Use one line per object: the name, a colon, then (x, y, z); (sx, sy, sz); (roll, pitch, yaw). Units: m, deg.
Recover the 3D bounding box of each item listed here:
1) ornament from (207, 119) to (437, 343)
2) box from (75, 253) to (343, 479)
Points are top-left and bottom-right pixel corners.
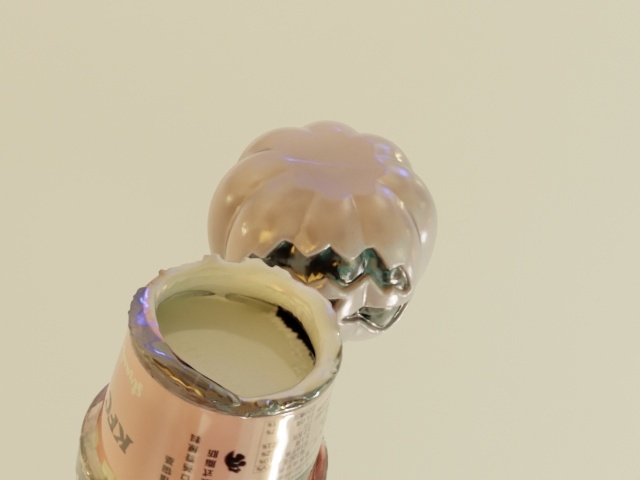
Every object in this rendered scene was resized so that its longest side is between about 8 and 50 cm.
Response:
ornament: (0.001, 0.000, 0.926); (0.178, 0.177, 0.177); (1, -92, -24)
box: (-0.058, 0.094, 0.688); (0.151, 0.151, 0.135); (-2, -48, -24)
